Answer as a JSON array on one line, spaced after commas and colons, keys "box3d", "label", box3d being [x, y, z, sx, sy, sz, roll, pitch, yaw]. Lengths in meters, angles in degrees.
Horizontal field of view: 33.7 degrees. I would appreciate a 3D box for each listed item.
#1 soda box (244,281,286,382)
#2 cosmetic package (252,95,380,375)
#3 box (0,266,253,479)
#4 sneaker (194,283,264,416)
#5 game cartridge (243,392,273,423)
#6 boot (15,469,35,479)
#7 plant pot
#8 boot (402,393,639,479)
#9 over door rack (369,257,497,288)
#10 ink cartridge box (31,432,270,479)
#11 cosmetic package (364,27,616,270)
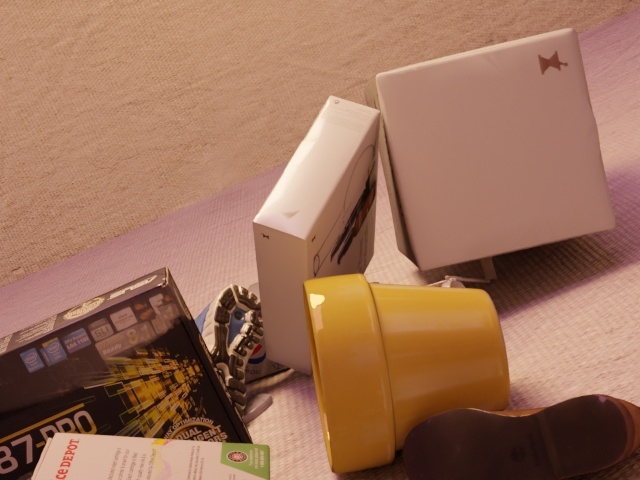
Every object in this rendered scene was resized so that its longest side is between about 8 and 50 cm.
[{"box3d": [-0.098, 0.155, 1.970, 0.098, 0.091, 0.286, -20, 15, 13], "label": "soda box"}, {"box3d": [0.000, 0.000, 1.716, 0.097, 0.377, 0.284, 21, 56, 16], "label": "cosmetic package"}, {"box3d": [-0.333, 0.259, 1.529, 0.395, 0.318, 0.097, -23, 16, -1], "label": "box"}, {"box3d": [-0.193, 0.232, 1.733, 0.147, 0.130, 0.330, -36, 24, 46], "label": "sneaker"}, {"box3d": [-0.119, 0.278, 1.727, 0.083, 0.017, 0.056, -34, 14, -33], "label": "game cartridge"}, {"box3d": [-0.429, 0.388, 1.395, 0.179, 0.085, 0.236, -9, -42, -43], "label": "boot"}, {"box3d": [0.111, 0.161, 1.384, 0.239, 0.254, 0.254, -8, 15, -3], "label": "plant pot"}, {"box3d": [0.236, 0.240, 1.222, 0.305, 0.112, 0.115, -18, -15, 37], "label": "boot"}, {"box3d": [0.155, 0.114, 1.741, 0.239, 0.108, 0.324, -17, 2, 21], "label": "over door rack"}, {"box3d": [-0.201, 0.329, 1.262, 0.278, 0.117, 0.201, 4, 15, -4], "label": "ink cartridge box"}, {"box3d": [0.272, -0.155, 1.828, 0.327, 0.329, 0.393, -13, 4, 0], "label": "cosmetic package"}]
